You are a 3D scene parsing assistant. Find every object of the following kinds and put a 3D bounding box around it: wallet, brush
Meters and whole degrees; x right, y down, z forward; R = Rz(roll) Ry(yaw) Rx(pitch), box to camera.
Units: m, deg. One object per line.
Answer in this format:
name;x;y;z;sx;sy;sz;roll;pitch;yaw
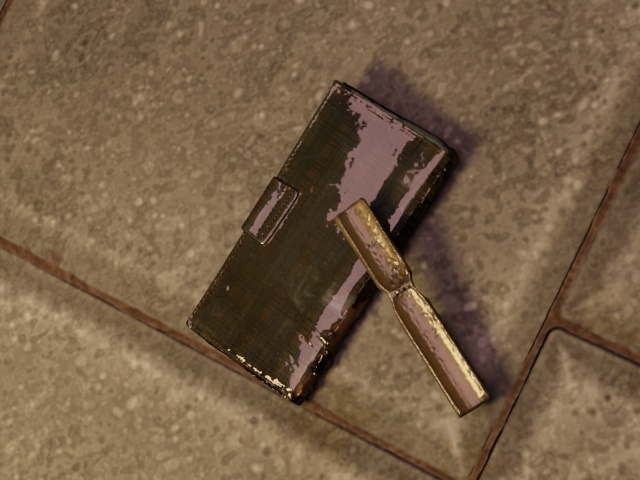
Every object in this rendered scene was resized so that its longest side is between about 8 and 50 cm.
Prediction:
wallet;0.000;0.000;1.807;0.169;0.044;0.317;34;94;23
brush;0.093;0.068;1.735;0.043;0.036;0.248;-33;75;2
